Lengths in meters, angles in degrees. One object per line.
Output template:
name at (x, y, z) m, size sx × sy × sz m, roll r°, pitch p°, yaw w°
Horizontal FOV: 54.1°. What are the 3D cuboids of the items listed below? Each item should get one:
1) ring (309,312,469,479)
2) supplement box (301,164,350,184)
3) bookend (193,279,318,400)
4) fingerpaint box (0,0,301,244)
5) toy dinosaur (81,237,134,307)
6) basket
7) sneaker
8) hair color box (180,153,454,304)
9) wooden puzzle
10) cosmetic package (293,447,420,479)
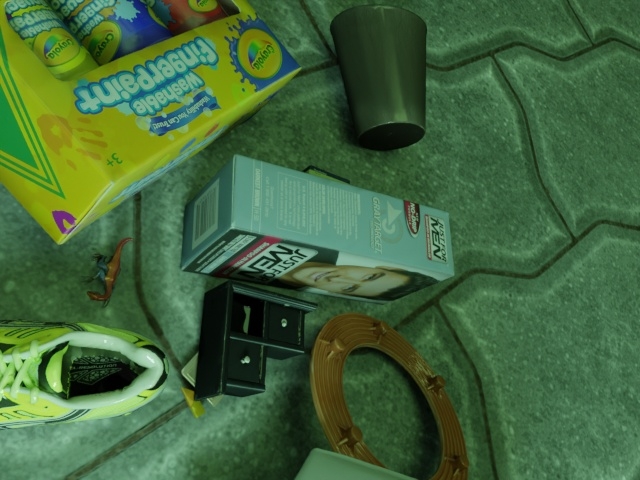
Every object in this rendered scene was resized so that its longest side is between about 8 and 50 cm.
ring at (0.118, 0.253, 0.948) m, size 0.336 × 0.032 × 0.337 m, roll 34°, pitch 33°, yaw -26°
supplement box at (0.000, -0.069, 1.063) m, size 0.083 × 0.056 × 0.083 m, roll 18°, pitch 62°, yaw -27°
bookend at (-0.088, 0.155, 0.893) m, size 0.156 × 0.072 × 0.157 m, roll 20°, pitch 60°, yaw -33°
fingerpaint box at (-0.282, -0.270, 0.835) m, size 0.371 × 0.163 × 0.445 m, roll 50°, pitch 40°, yaw -7°
toy dinosaur at (-0.282, 0.043, 0.823) m, size 0.047 × 0.090 × 0.082 m, roll 27°, pitch 14°, yaw -34°
basket at (0.120, -0.299, 1.183) m, size 0.204 × 0.154 × 0.227 m, roll 6°, pitch 72°, yaw -31°
sneaker at (-0.354, 0.138, 0.688) m, size 0.384 × 0.147 × 0.145 m, roll 0°, pitch 73°, yaw -31°
hair color box at (0.000, 0.000, 0.954) m, size 0.374 × 0.185 × 0.114 m, roll 12°, pitch 65°, yaw -30°
wooden puzzle at (-0.155, 0.187, 0.883) m, size 0.116 × 0.014 × 0.078 m, roll -40°, pitch 98°, yaw -43°
cosmetic package at (0.076, 0.507, 0.650) m, size 0.394 × 0.327 × 0.329 m, roll -52°, pitch 129°, yaw -36°
